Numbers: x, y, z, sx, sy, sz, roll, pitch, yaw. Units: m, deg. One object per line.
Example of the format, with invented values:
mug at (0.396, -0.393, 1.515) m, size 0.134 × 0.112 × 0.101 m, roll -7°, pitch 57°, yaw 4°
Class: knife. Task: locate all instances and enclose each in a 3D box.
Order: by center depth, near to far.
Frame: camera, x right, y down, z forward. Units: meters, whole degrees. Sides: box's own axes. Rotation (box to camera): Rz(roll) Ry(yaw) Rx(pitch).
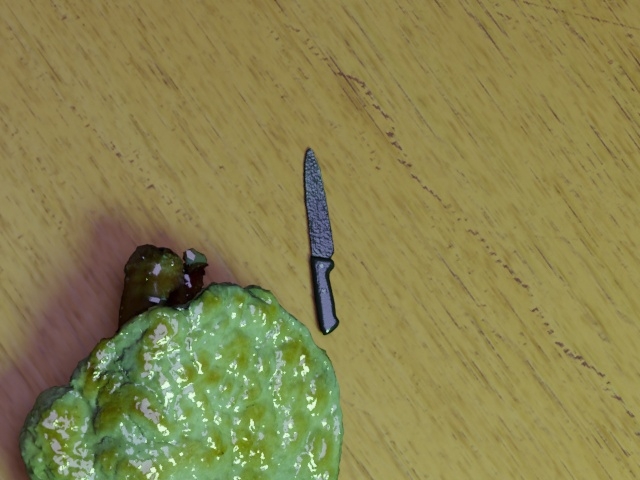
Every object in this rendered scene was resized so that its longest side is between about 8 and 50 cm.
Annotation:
knife at (0.000, 0.000, 1.731) m, size 0.023 × 0.010 × 0.170 m, roll -3°, pitch 75°, yaw -15°

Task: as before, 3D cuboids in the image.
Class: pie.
pie at (-0.101, 0.163, 1.615) m, size 0.257 × 0.105 × 0.274 m, roll 37°, pitch 70°, yaw -13°
